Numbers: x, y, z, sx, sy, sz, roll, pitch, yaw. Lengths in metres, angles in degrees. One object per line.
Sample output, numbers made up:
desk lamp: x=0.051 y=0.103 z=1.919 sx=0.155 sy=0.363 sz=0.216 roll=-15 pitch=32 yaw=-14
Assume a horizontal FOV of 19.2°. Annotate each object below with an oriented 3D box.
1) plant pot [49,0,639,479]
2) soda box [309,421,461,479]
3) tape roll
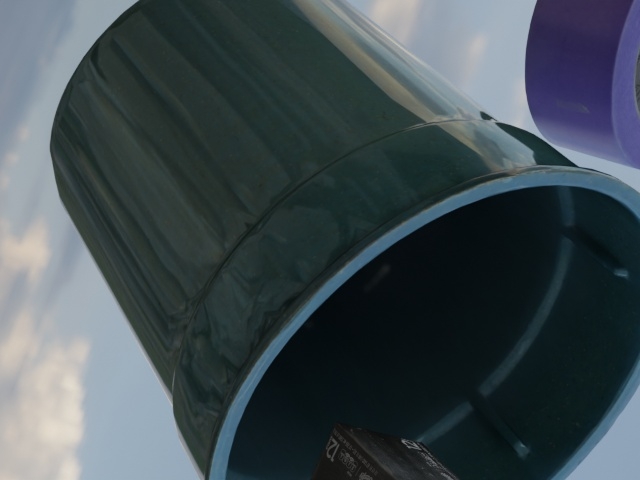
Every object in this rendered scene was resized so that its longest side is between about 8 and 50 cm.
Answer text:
plant pot: x=0.000 y=0.000 z=1.266 sx=0.334 sy=0.341 sz=0.341 roll=50 pitch=-59 yaw=40
soda box: x=0.055 y=0.149 z=0.895 sx=0.169 sy=0.060 sz=0.053 roll=39 pitch=-72 yaw=56
tape roll: x=0.242 y=-0.153 z=1.450 sx=0.080 sy=0.189 sz=0.189 roll=19 pitch=-94 yaw=35
